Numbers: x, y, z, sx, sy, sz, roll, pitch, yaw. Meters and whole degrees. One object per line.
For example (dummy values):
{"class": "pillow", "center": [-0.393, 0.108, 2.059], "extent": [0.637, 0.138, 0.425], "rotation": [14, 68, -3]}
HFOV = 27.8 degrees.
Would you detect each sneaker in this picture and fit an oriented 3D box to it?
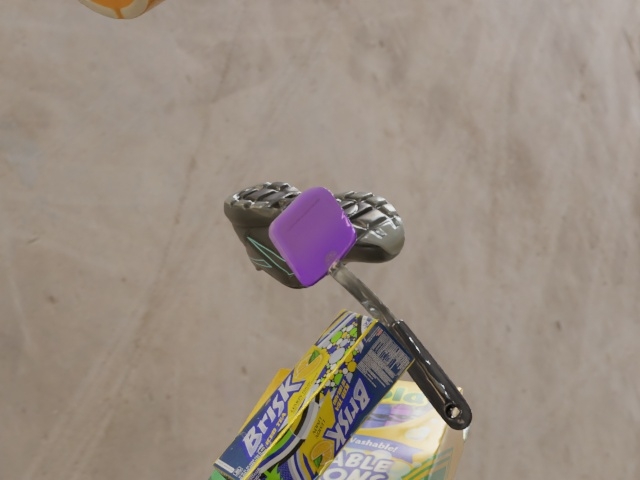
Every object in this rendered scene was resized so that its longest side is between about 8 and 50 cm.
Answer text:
{"class": "sneaker", "center": [0.000, 0.000, 1.473], "extent": [0.101, 0.267, 0.106], "rotation": [-26, 115, -35]}

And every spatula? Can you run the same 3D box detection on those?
{"class": "spatula", "center": [0.053, 0.067, 1.268], "extent": [0.296, 0.084, 0.030], "rotation": [50, 18, 20]}

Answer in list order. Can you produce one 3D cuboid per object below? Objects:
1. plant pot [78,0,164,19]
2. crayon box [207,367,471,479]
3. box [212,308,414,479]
{"class": "plant pot", "center": [-0.163, -0.316, 1.225], "extent": [0.205, 0.205, 0.188], "rotation": [52, 54, -24]}
{"class": "crayon box", "center": [0.021, 0.222, 1.273], "extent": [0.323, 0.203, 0.083], "rotation": [-54, 145, -61]}
{"class": "box", "center": [-0.005, 0.137, 1.028], "extent": [0.169, 0.059, 0.054], "rotation": [-49, 115, -15]}
